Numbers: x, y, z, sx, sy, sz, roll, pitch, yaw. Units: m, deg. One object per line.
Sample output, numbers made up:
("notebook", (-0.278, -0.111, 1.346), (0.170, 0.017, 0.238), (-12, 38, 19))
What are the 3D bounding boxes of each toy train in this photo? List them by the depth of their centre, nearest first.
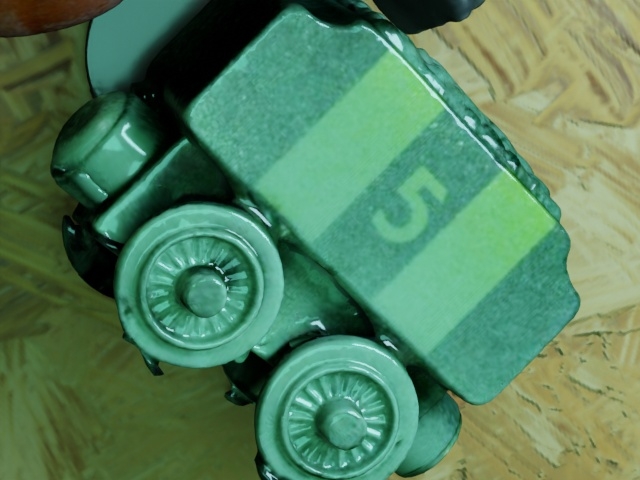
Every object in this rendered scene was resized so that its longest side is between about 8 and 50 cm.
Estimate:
("toy train", (0.000, 0.000, 1.139), (0.238, 0.167, 0.299), (-46, 113, 1))

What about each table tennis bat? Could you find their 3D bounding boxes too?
("table tennis bat", (-0.096, -0.090, 1.199), (0.095, 0.014, 0.158), (4, 95, -14))

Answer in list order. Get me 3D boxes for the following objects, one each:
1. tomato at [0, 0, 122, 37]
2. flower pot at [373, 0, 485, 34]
("tomato", (-0.168, -0.221, 1.074), (0.208, 0.208, 0.184), (11, 51, -13))
("flower pot", (0.085, -0.283, 1.082), (0.299, 0.299, 0.283), (-30, 94, -6))
